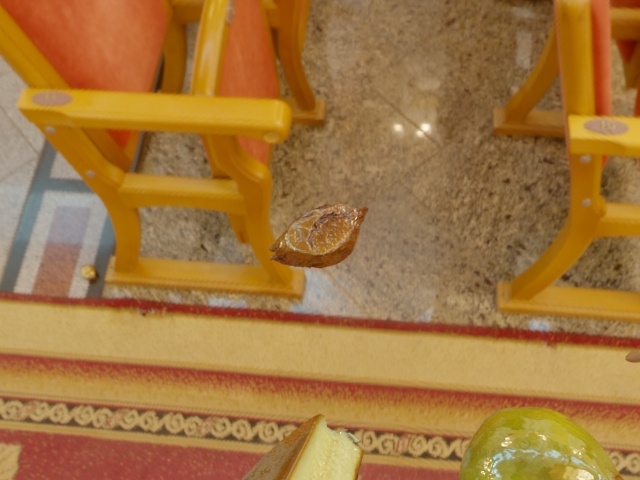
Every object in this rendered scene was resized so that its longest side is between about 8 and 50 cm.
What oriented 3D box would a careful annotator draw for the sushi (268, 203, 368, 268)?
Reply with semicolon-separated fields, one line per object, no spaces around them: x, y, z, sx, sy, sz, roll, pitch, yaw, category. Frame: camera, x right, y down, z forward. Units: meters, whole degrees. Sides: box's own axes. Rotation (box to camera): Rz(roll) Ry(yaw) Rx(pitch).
0.000;0.000;0.692;0.099;0.047;0.050;-16;70;2;sushi

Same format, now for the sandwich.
-0.032;0.339;0.993;0.122;0.128;0.235;52;28;-8;sandwich

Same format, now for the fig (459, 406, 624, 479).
0.476;0.522;1.673;0.343;0.343;0.343;-1;60;2;fig

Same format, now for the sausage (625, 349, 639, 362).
0.607;0.211;1.422;0.026;0.116;0.026;5;76;-22;sausage
